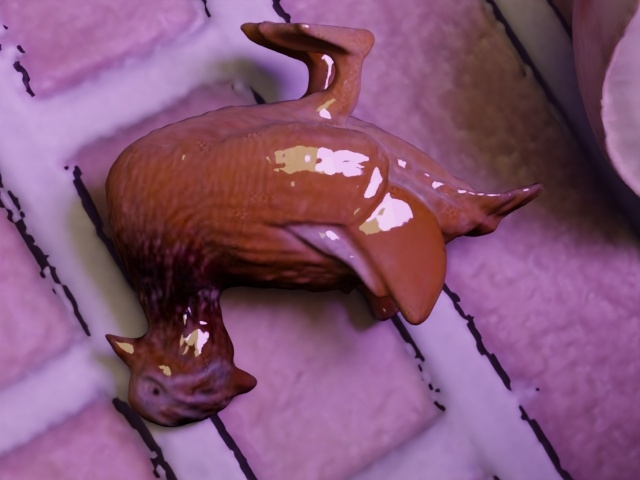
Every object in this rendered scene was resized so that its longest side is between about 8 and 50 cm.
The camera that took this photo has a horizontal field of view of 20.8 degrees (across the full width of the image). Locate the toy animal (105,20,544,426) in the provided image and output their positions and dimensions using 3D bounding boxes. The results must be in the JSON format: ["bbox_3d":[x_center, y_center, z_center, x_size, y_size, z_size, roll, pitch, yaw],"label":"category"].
[{"bbox_3d":[0.000,0.000,0.742,0.188,0.089,0.179,11,90,-10],"label":"toy animal"}]

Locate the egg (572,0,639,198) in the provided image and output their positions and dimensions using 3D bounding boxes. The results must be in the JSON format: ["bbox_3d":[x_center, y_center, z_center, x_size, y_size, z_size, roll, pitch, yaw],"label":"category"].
[{"bbox_3d":[0.201,-0.125,0.753,0.271,0.206,0.162,32,36,-44],"label":"egg"}]
